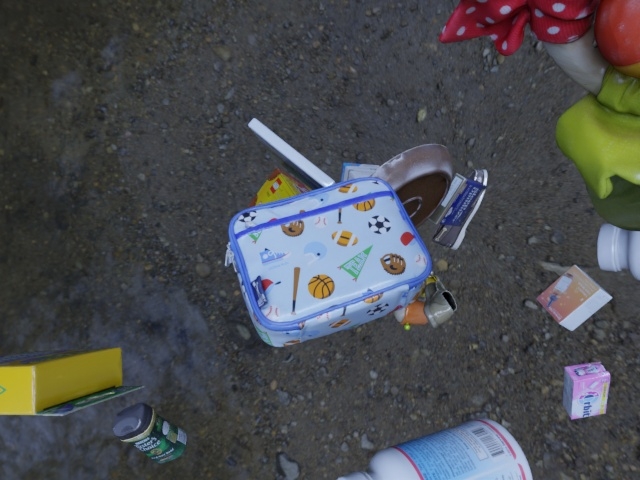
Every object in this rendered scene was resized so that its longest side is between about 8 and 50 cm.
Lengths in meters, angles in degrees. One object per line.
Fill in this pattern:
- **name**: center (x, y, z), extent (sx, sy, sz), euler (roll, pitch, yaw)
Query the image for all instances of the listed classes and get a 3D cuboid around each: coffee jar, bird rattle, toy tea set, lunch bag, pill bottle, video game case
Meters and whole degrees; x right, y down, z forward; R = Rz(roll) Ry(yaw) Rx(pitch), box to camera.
- **coffee jar**: center (-0.422, 0.479, 1.168), extent (0.096, 0.079, 0.184), euler (-24, 128, 10)
- **bird rattle**: center (0.228, -0.167, 0.354), extent (0.143, 0.207, 0.253), euler (-44, 103, -10)
- **toy tea set**: center (0.293, 0.156, 1.628), extent (0.125, 0.336, 0.199), euler (9, 108, -9)
- **lunch bag**: center (0.003, 0.022, 0.757), extent (0.304, 0.114, 0.243), euler (-15, 61, -11)
- **pill bottle**: center (0.098, 0.220, 0.416), extent (0.160, 0.087, 0.087), euler (-7, 92, -22)
- **video game case**: center (-0.042, -0.158, 1.036), extent (0.227, 0.206, 0.026), euler (40, 89, 15)
- **pill bottle**: center (0.768, 0.018, 1.021), extent (0.272, 0.152, 0.152), euler (2, 95, 43)

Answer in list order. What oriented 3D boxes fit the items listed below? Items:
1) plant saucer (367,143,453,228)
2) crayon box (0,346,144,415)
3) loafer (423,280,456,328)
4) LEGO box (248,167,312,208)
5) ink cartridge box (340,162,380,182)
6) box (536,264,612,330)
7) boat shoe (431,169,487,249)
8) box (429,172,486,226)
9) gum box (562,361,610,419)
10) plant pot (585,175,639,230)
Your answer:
- **plant saucer**: center (0.179, -0.079, 1.050), extent (0.311, 0.311, 0.050), euler (-42, 63, 14)
- **crayon box**: center (-0.525, 0.255, 0.869), extent (0.323, 0.203, 0.083), euler (-5, 84, 17)
- **loafer**: center (0.222, 0.114, 0.862), extent (0.050, 0.148, 0.056), euler (-23, 103, 21)
- **LEGO box**: center (0.000, 0.000, 1.616), extent (0.373, 0.500, 0.193), euler (29, 105, -34)
- **ink cartridge box**: center (0.170, -0.214, 1.731), extent (0.149, 0.203, 0.085), euler (3, 116, -12)
- **box**: center (0.847, 0.193, 1.575), extent (0.091, 0.130, 0.170), euler (27, 113, -32)
- **boat shoe**: center (0.511, -0.118, 1.732), extent (0.097, 0.116, 0.324), euler (17, 119, 0)
- **box**: center (0.382, -0.104, 1.278), extent (0.037, 0.225, 0.136), euler (39, 111, 27)
- **gum box**: center (0.820, 0.461, 1.455), extent (0.107, 0.062, 0.188), euler (-12, 120, 5)
- **plant pot**: center (0.603, -0.122, 0.795), extent (0.277, 0.254, 0.275), euler (-1, 82, 4)
